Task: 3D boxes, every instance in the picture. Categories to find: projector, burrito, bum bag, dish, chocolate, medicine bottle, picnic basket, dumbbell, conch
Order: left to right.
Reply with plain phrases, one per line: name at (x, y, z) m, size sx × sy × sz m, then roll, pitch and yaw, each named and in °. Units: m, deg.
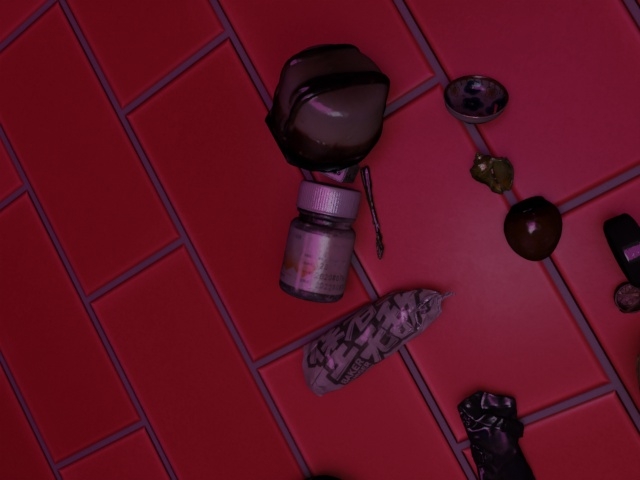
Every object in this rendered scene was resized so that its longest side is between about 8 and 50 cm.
medicine bottle at (0.000, 0.000, 1.358) m, size 0.165 × 0.165 × 0.273 m, roll 13°, pitch 99°, yaw 17°
projector at (0.014, -0.194, 1.361) m, size 0.147 × 0.115 × 0.061 m, roll 28°, pitch 100°, yaw 13°
chocolate at (0.015, -0.318, 1.256) m, size 0.283 × 0.186 × 0.284 m, roll 1°, pitch 63°, yaw -1°
burrito at (0.129, 0.224, 1.371) m, size 0.445 × 0.101 × 0.139 m, roll -38°, pitch 72°, yaw 20°
dish at (0.344, -0.297, 1.268) m, size 0.141 × 0.078 × 0.141 m, roll -3°, pitch 54°, yaw 4°
conch at (0.387, -0.154, 1.261) m, size 0.121 × 0.074 × 0.089 m, roll 49°, pitch 144°, yaw -13°
bum bag at (0.417, 0.496, 1.314) m, size 0.137 × 0.074 × 0.310 m, roll -15°, pitch 97°, yaw 6°
chocolate at (0.472, -0.019, 1.243) m, size 0.124 × 0.127 × 0.133 m, roll -22°, pitch 102°, yaw 49°
picnic basket at (0.660, 0.124, 1.193) m, size 0.072 × 0.083 × 0.072 m, roll 1°, pitch 94°, yaw 18°
dumbbell at (0.703, -0.013, 1.130) m, size 0.218 × 0.152 × 0.152 m, roll -25°, pitch 87°, yaw 19°

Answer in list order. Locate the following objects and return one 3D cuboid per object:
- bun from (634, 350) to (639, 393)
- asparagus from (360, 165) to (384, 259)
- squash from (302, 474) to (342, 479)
bun at (0.800, 0.305, 1.071) m, size 0.364 × 0.364 × 0.202 m, roll -10°, pitch 130°, yaw 19°
asparagus at (0.129, -0.067, 1.384) m, size 0.023 × 0.022 × 0.233 m, roll -11°, pitch 89°, yaw -25°
squash at (0.013, 0.723, 1.422) m, size 0.252 × 0.165 × 0.252 m, roll 3°, pitch 99°, yaw 16°
